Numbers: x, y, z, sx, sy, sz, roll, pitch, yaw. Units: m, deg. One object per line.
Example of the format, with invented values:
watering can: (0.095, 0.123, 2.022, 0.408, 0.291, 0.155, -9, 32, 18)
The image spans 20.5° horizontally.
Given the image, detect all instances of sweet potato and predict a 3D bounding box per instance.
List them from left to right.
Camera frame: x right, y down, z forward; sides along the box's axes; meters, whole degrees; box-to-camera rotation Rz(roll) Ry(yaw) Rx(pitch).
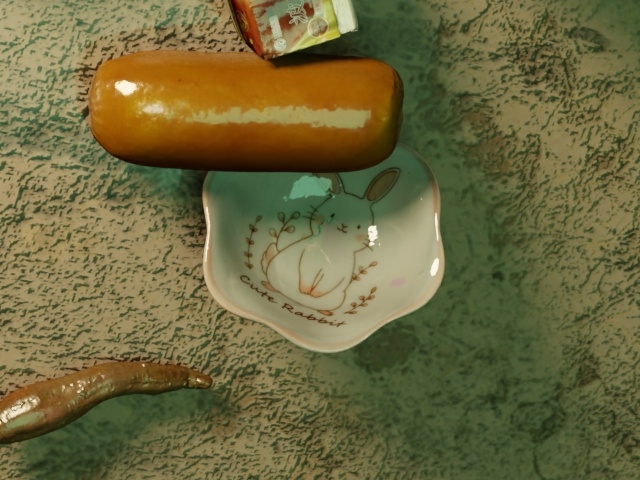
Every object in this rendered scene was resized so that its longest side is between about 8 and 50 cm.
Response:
sweet potato: (-0.206, 0.140, 1.624, 0.214, 0.050, 0.050, -15, 113, -17)

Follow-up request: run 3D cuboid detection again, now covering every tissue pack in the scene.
tissue pack: (-0.039, -0.244, 1.501, 0.099, 0.106, 0.148, -20, 112, -9)

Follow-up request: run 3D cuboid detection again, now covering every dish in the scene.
dish: (0.000, 0.000, 1.594, 0.229, 0.081, 0.229, 1, 73, -2)

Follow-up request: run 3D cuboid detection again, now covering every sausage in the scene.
sausage: (-0.064, -0.111, 1.531, 0.274, 0.105, 0.105, 1, 109, -3)
